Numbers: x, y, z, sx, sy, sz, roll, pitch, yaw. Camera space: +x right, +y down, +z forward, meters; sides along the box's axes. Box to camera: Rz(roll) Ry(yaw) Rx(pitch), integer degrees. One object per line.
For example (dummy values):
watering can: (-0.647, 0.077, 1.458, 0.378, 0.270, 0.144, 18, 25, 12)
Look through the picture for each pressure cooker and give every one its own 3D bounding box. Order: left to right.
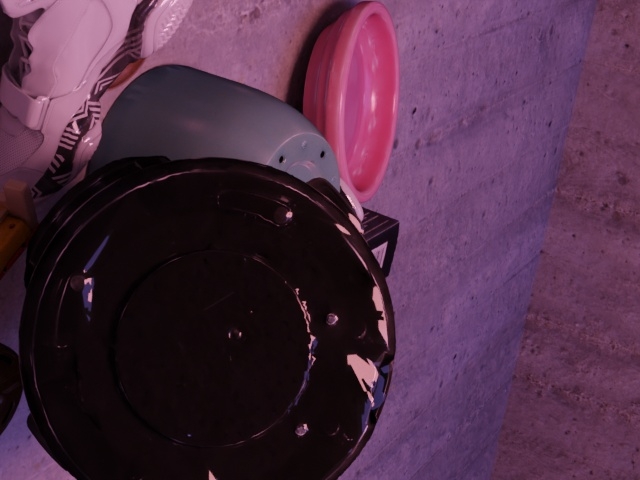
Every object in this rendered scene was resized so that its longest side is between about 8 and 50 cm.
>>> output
pressure cooker: (-0.132, 0.099, 1.348, 0.420, 0.370, 0.375, -171, -95, -82)

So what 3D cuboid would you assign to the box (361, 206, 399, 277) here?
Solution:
box: (0.000, 0.000, 2.055, 0.153, 0.207, 0.108, -28, 134, -55)

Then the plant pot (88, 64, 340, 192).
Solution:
plant pot: (-0.118, -0.072, 1.659, 0.293, 0.235, 0.292, -25, 122, -49)

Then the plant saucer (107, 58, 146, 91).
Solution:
plant saucer: (-0.259, -0.279, 1.512, 0.198, 0.036, 0.198, -44, 145, -43)

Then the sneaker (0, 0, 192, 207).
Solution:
sneaker: (-0.310, -0.208, 1.346, 0.210, 0.137, 0.365, 30, 101, -44)

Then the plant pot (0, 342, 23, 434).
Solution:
plant pot: (-0.419, 0.143, 1.336, 0.167, 0.165, 0.167, -44, 144, -45)

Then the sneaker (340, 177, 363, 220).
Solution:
sneaker: (-0.043, -0.075, 1.953, 0.121, 0.217, 0.079, -45, -179, -32)

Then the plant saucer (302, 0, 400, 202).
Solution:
plant saucer: (0.050, -0.230, 2.075, 0.332, 0.084, 0.332, 7, 90, -71)

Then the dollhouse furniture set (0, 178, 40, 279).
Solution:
dollhouse furniture set: (-0.447, 0.095, 1.219, 0.152, 0.201, 0.374, 83, 29, -45)
